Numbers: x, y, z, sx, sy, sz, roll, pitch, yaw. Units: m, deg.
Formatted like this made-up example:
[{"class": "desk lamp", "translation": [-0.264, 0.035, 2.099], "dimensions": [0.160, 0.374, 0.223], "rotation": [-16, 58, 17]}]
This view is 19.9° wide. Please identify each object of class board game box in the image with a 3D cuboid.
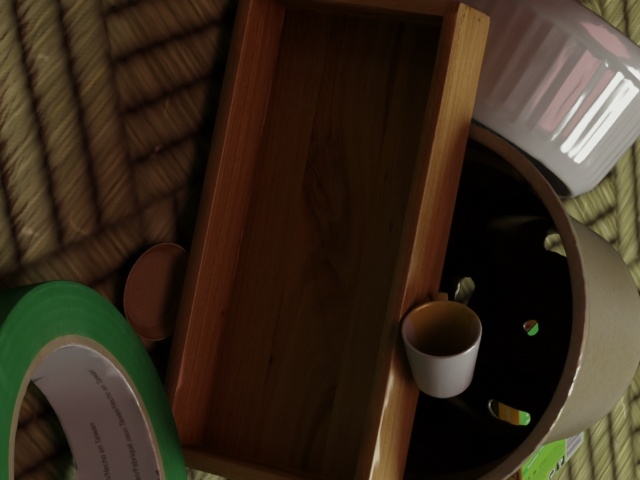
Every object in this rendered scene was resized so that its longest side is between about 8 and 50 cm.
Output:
[{"class": "board game box", "translation": [0.232, 0.158, 1.903], "dimensions": [0.124, 0.039, 0.259], "rotation": [-43, 146, -32]}]

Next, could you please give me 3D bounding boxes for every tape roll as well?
[{"class": "tape roll", "translation": [-0.197, 0.192, 1.338], "dimensions": [0.321, 0.077, 0.321], "rotation": [-12, 90, -71]}]

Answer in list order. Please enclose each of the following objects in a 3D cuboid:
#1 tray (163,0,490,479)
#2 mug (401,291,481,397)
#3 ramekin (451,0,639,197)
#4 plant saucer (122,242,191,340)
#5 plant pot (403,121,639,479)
[{"class": "tray", "translation": [0.000, 0.000, 1.504], "dimensions": [0.076, 0.203, 0.410], "rotation": [12, 89, -62]}, {"class": "mug", "translation": [0.100, 0.086, 1.442], "dimensions": [0.078, 0.062, 0.064], "rotation": [-47, 147, -35]}, {"class": "ramekin", "translation": [0.168, -0.145, 1.633], "dimensions": [0.273, 0.273, 0.127], "rotation": [34, 86, -47]}, {"class": "plant saucer", "translation": [-0.137, 0.042, 1.519], "dimensions": [0.083, 0.015, 0.083], "rotation": [-16, 112, -46]}, {"class": "plant pot", "translation": [0.139, 0.071, 1.638], "dimensions": [0.305, 0.334, 0.333], "rotation": [10, 93, -59]}]
